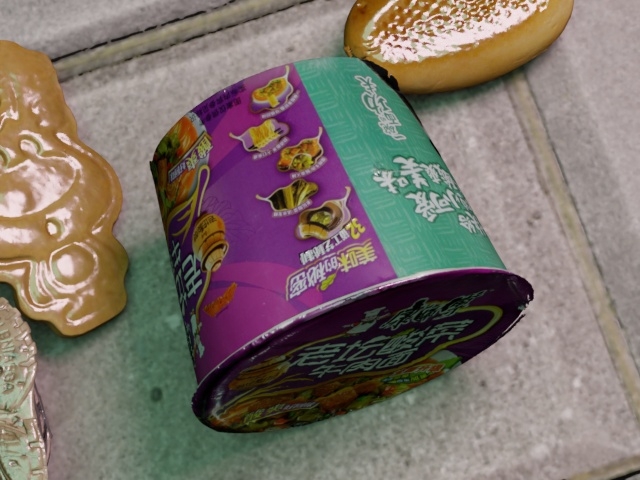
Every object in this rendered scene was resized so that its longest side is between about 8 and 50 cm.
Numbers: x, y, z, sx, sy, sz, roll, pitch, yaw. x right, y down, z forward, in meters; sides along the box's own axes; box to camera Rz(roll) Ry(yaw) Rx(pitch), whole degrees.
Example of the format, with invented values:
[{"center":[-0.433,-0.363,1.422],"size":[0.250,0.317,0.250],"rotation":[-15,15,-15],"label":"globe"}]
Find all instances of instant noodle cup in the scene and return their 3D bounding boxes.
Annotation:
[{"center":[0.000,0.000,1.051],"size":[0.251,0.251,0.190],"rotation":[-20,68,-2],"label":"instant noodle cup"}]

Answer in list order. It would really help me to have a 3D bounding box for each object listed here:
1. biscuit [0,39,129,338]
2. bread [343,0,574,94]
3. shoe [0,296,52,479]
[{"center":[-0.227,-0.037,1.136],"size":[0.144,0.040,0.236],"rotation":[-28,84,-23],"label":"biscuit"},{"center":[0.106,-0.176,1.159],"size":[0.189,0.077,0.114],"rotation":[-21,97,-3],"label":"bread"},{"center":[-0.242,0.126,1.101],"size":[0.089,0.092,0.180],"rotation":[-15,74,-5],"label":"shoe"}]
